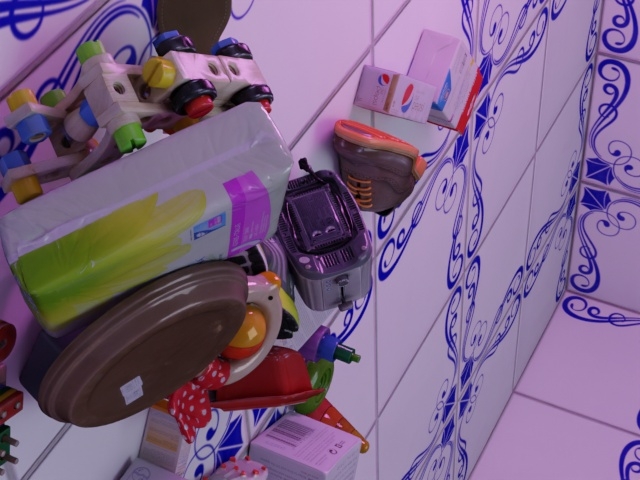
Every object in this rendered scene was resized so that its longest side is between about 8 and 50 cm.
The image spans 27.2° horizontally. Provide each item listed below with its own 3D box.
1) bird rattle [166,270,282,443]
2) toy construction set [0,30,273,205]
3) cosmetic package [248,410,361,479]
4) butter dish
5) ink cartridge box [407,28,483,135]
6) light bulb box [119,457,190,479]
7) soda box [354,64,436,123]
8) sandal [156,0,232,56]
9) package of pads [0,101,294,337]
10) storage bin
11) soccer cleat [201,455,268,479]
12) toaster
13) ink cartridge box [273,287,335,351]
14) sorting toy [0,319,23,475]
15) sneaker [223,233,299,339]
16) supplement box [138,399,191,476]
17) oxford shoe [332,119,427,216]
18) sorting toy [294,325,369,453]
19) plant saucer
[{"bbox_3d":[-0.133,0.140,1.790,0.207,0.143,0.253,-18,121,-37],"label":"bird rattle"},{"bbox_3d":[-0.183,-0.140,1.429,0.215,0.151,0.328,-34,179,30],"label":"toy construction set"},{"bbox_3d":[-0.037,0.427,2.316,0.151,0.152,0.183,-32,136,-58],"label":"cosmetic package"},{"bbox_3d":[-0.091,0.199,2.047,0.160,0.160,0.118,8,76,-69],"label":"butter dish"},{"bbox_3d":[0.236,-0.296,2.520,0.134,0.078,0.231,-69,159,-5],"label":"ink cartridge box"},{"bbox_3d":[-0.236,0.568,1.825,0.361,0.225,0.357,-54,154,-38],"label":"light bulb box"},{"bbox_3d":[0.133,-0.253,2.308,0.216,0.069,0.073,0,107,-68],"label":"soda box"},{"bbox_3d":[-0.153,-0.265,1.601,0.240,0.088,0.079,95,-8,-48],"label":"sandal"},{"bbox_3d":[-0.182,-0.016,1.393,0.297,0.101,0.229,-25,168,-13],"label":"package of pads"},{"bbox_3d":[-0.288,0.126,1.516,0.091,0.098,0.135,-33,162,-45],"label":"storage bin"},{"bbox_3d":[-0.155,0.404,2.133,0.196,0.068,0.076,-16,126,-58],"label":"soccer cleat"},{"bbox_3d":[0.000,0.000,2.038,0.129,0.227,0.146,-19,147,-8],"label":"toaster"},{"bbox_3d":[-0.052,0.114,2.198,0.224,0.056,0.181,-46,153,-14],"label":"ink cartridge box"},{"bbox_3d":[-0.377,0.228,1.442,0.132,0.046,0.274,-36,140,-57],"label":"sorting toy"},{"bbox_3d":[-0.109,0.027,1.905,0.300,0.111,0.121,67,19,-53],"label":"sneaker"},{"bbox_3d":[-0.216,0.281,1.872,0.036,0.062,0.098,-14,121,-68],"label":"supplement box"},{"bbox_3d":[0.093,-0.113,2.247,0.132,0.130,0.364,-65,159,0],"label":"oxford shoe"},{"bbox_3d":[0.032,0.288,2.399,0.127,0.126,0.365,-57,159,-35],"label":"sorting toy"},{"bbox_3d":[-0.190,0.126,1.501,0.278,0.041,0.278,-33,161,-13],"label":"plant saucer"}]
